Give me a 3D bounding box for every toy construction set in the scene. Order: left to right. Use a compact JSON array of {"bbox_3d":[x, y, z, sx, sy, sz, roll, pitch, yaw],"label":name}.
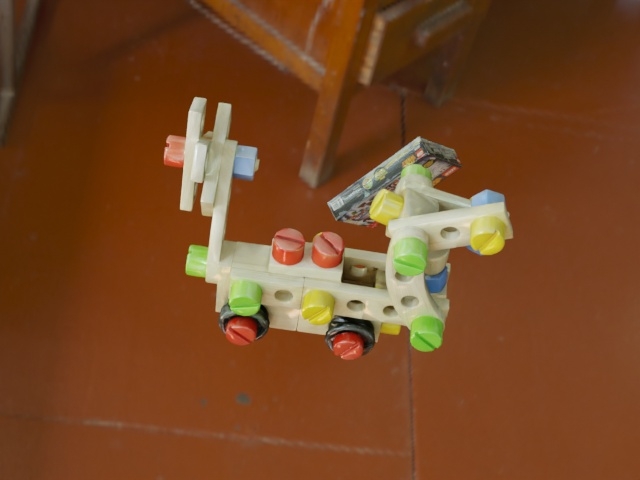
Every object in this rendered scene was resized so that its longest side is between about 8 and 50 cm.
[{"bbox_3d":[0.000,0.000,1.084,0.328,0.215,0.151,19,48,9],"label":"toy construction set"}]

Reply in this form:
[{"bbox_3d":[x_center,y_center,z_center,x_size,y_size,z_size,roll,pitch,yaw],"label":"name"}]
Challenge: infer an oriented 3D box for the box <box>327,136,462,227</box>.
[{"bbox_3d":[0.087,-0.064,1.370,0.094,0.137,0.027,8,51,-59],"label":"box"}]
